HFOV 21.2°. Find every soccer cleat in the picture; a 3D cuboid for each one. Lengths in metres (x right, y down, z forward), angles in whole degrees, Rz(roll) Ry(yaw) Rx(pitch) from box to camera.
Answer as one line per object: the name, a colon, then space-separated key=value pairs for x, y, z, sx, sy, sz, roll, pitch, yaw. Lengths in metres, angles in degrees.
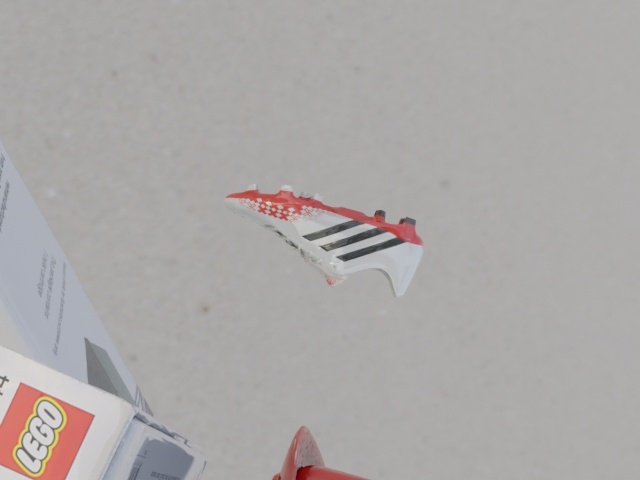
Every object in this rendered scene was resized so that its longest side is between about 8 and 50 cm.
soccer cleat: x=0.000 y=0.000 z=0.689 sx=0.029 sy=0.083 sz=0.035 roll=124 pitch=-20 yaw=-86

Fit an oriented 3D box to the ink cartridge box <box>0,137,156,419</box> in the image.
ink cartridge box: x=-0.184 y=0.123 z=0.783 sx=0.121 sy=0.211 sz=0.289 roll=-100 pitch=168 yaw=-62

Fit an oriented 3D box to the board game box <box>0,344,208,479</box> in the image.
board game box: x=-0.100 y=0.135 z=0.496 sx=0.305 sy=0.053 sz=0.193 roll=99 pitch=16 yaw=-81

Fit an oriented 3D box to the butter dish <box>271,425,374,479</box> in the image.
butter dish: x=0.027 y=0.202 z=0.990 sx=0.160 sy=0.118 sz=0.159 roll=77 pitch=22 yaw=-71
